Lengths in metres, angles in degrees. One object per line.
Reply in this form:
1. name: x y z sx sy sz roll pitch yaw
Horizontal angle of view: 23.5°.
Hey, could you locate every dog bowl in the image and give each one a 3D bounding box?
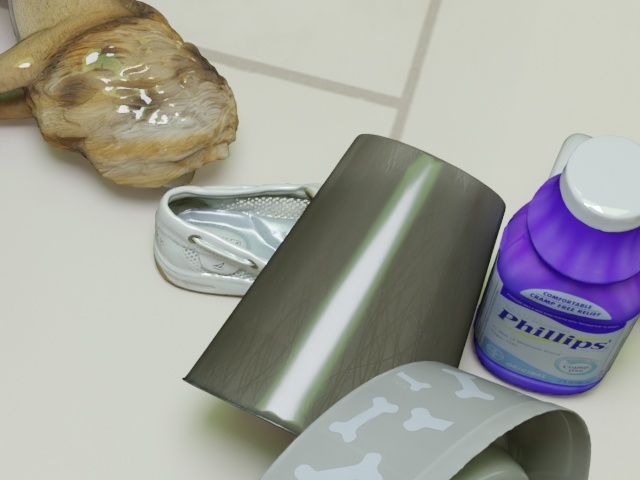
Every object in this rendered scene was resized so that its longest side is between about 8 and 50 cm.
1. dog bowl: 0.035 0.233 1.013 0.102 0.349 0.349 33 64 27

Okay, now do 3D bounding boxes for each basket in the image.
1. basket: 0.034 0.047 1.161 0.204 0.154 0.227 27 83 -18

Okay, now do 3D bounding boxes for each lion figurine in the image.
1. lion figurine: -0.223 -0.211 1.334 0.240 0.142 0.392 -17 71 4

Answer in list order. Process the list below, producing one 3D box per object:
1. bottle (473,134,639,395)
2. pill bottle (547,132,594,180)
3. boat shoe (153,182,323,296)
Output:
1. bottle: 0.189 0.023 1.156 0.118 0.283 0.092 16 62 4
2. pill bottle: 0.284 -0.001 1.267 0.215 0.117 0.117 21 62 9
3. boat shoe: 0.000 0.000 1.264 0.277 0.096 0.098 2 60 -3
